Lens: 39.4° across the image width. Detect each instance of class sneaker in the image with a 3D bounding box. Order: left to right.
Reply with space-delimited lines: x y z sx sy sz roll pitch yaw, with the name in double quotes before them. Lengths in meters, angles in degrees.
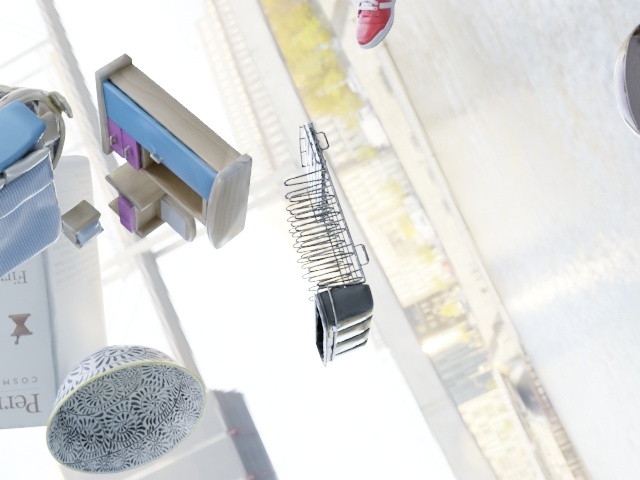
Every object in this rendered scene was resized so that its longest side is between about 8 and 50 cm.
"sneaker" 0.054 -0.264 0.929 0.067 0.042 0.119 35 -109 -54

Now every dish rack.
"dish rack" 0.000 0.000 1.092 0.208 0.074 0.272 93 161 -68

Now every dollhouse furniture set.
"dollhouse furniture set" -0.258 0.001 0.977 0.198 0.303 0.286 41 150 17

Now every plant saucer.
"plant saucer" 0.435 -0.207 1.194 0.168 0.029 0.169 2 -93 -44

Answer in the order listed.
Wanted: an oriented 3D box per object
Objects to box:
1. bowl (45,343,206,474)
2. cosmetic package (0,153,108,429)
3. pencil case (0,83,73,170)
"bowl" -0.216 0.165 0.960 0.080 0.170 0.170 56 -179 43
"cosmetic package" -0.540 0.070 1.406 0.327 0.329 0.394 -100 5 -85
"pencil case" -0.506 -0.173 1.113 0.410 0.184 0.160 23 172 20
